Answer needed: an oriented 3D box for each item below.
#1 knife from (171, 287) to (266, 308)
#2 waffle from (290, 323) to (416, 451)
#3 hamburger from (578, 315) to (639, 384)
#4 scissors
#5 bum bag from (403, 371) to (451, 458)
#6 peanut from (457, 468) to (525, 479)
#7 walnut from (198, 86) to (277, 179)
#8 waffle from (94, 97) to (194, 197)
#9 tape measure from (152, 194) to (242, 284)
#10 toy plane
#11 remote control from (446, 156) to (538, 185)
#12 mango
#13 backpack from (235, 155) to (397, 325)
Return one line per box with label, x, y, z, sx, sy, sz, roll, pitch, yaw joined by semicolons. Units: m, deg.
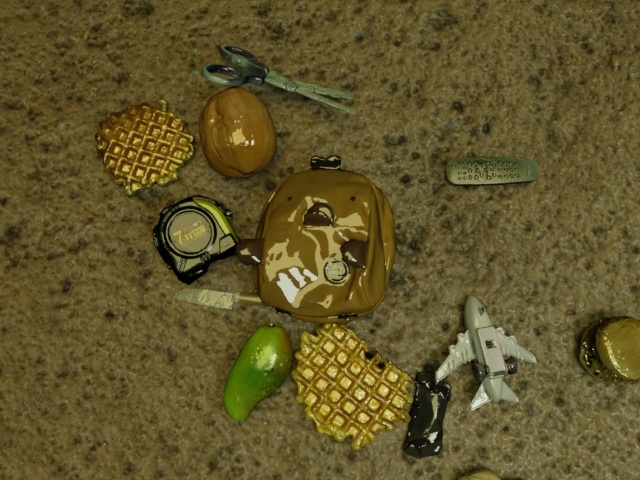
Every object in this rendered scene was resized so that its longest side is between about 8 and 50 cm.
knife;-0.221;0.146;1.371;0.297;0.017;0.047;6;84;3
waffle;0.076;0.325;1.303;0.283;0.065;0.310;-8;81;2
hamburger;0.677;0.243;1.262;0.184;0.131;0.159;-14;71;-7
scissors;-0.090;-0.393;1.400;0.383;0.256;0.029;18;124;-5
bum bag;0.246;0.402;1.287;0.087;0.049;0.198;11;81;9
peanut;0.391;0.555;1.239;0.187;0.082;0.082;14;81;4
walnut;-0.202;-0.258;1.363;0.193;0.193;0.226;-21;67;-1
waffle;-0.449;-0.242;1.439;0.237;0.059;0.243;-30;82;-6
tape measure;-0.297;-0.013;1.358;0.199;0.112;0.186;-30;87;-9
toy plane;0.378;0.250;1.283;0.250;0.101;0.255;-7;79;-11
remote control;0.423;-0.169;1.388;0.221;0.042;0.072;0;79;4
mango;-0.141;0.305;1.292;0.125;0.111;0.233;23;83;11
backpack;-0.001;0.002;1.292;0.353;0.201;0.378;0;74;5
